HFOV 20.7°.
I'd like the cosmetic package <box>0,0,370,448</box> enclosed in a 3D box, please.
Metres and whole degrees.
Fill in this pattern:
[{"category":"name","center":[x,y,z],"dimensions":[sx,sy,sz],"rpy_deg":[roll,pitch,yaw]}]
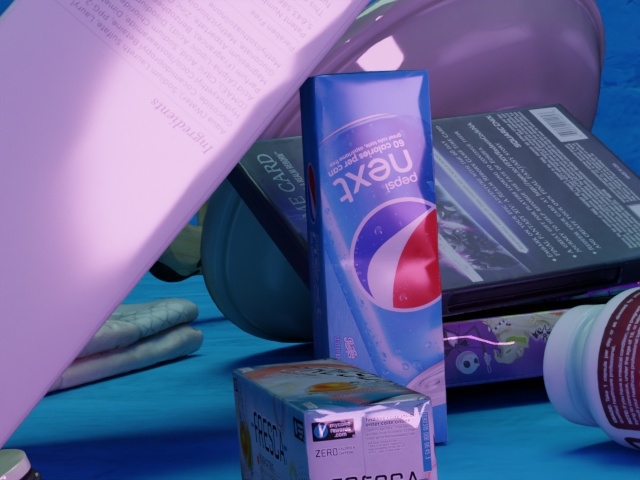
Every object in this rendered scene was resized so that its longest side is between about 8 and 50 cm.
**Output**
[{"category":"cosmetic package","center":[-0.150,-0.054,1.017],"dimensions":[0.385,0.156,0.217],"rpy_deg":[-50,10,-12]}]

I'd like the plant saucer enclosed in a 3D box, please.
[{"category":"plant saucer","center":[0.095,-0.042,1.425],"dimensions":[0.400,0.400,0.100],"rpy_deg":[-8,46,-43]}]

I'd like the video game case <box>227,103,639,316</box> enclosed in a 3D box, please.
[{"category":"video game case","center":[0.095,-0.023,1.176],"dimensions":[0.274,0.026,0.196],"rpy_deg":[-9,38,-24]}]

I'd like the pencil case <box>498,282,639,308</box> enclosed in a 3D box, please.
[{"category":"pencil case","center":[0.202,0.046,1.432],"dimensions":[0.070,0.064,0.151],"rpy_deg":[-19,-6,36]}]

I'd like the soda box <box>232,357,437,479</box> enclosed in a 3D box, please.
[{"category":"soda box","center":[0.003,0.095,0.825],"dimensions":[0.058,0.063,0.183],"rpy_deg":[-5,3,-13]}]

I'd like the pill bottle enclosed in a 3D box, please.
[{"category":"pill bottle","center":[0.188,0.065,0.880],"dimensions":[0.086,0.086,0.152],"rpy_deg":[-7,4,-40]}]

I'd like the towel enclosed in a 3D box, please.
[{"category":"towel","center":[-0.313,0.094,1.469],"dimensions":[0.332,0.053,0.317],"rpy_deg":[-4,3,30]}]

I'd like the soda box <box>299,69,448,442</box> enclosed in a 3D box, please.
[{"category":"soda box","center":[0.029,0.010,0.998],"dimensions":[0.067,0.210,0.071],"rpy_deg":[-4,4,-8]}]

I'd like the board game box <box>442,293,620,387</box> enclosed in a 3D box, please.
[{"category":"board game box","center":[0.188,0.062,1.207],"dimensions":[0.347,0.056,0.208],"rpy_deg":[-6,-6,-12]}]

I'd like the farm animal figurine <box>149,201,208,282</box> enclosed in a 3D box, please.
[{"category":"farm animal figurine","center":[0.000,0.000,1.847],"dimensions":[0.330,0.172,0.327],"rpy_deg":[-12,-11,15]}]

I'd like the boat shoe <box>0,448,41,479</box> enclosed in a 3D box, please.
[{"category":"boat shoe","center":[-0.172,0.123,0.834],"dimensions":[0.049,0.042,0.133],"rpy_deg":[-38,22,-34]}]

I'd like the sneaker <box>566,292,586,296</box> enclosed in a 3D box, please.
[{"category":"sneaker","center":[0.131,-0.007,1.262],"dimensions":[0.121,0.108,0.302],"rpy_deg":[6,15,44]}]
